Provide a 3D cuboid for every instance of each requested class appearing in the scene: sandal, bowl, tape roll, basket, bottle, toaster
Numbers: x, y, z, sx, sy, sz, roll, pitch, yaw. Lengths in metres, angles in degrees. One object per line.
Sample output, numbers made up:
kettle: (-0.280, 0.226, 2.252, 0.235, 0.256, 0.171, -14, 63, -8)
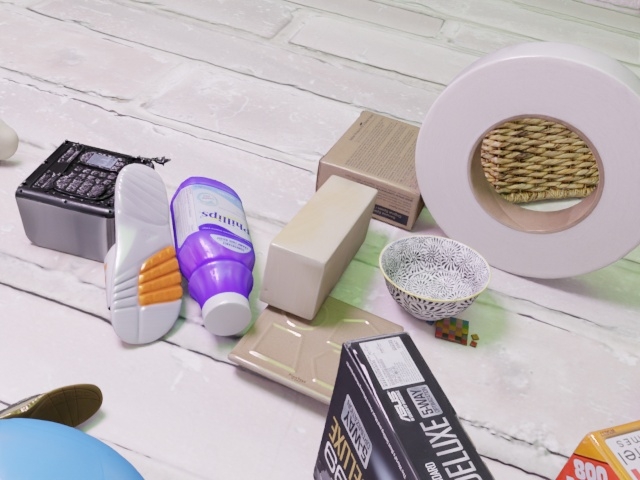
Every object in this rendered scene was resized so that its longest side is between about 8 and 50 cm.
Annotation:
sandal: (-0.261, 0.022, 1.023, 0.102, 0.076, 0.265, 7, 68, -32)
bowl: (0.170, 0.069, 1.085, 0.170, 0.080, 0.170, 3, 34, -2)
tape roll: (0.344, -0.115, 1.117, 0.392, 0.392, 0.072, 23, 40, 15)
basket: (0.414, -0.197, 1.472, 0.299, 0.223, 0.213, -8, 9, -21)
bottle: (-0.158, 0.018, 1.059, 0.118, 0.092, 0.282, 21, 31, -30)
toaster: (-0.354, -0.066, 1.116, 0.186, 0.110, 0.168, 13, 39, 4)

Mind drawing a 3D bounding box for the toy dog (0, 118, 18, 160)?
toy dog: (-0.691, -0.142, 1.004, 0.396, 0.284, 0.407, 8, 40, -2)

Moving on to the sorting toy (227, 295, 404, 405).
sorting toy: (-0.002, 0.148, 0.995, 0.193, 0.038, 0.208, 22, 35, 14)

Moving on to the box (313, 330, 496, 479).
box: (0.092, 0.280, 0.682, 0.077, 0.242, 0.307, -7, 42, -21)

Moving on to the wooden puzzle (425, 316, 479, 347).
wooden puzzle: (0.201, 0.135, 1.076, 0.083, 0.006, 0.049, 14, 38, 4)

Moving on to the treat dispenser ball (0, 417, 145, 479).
treat dispenser ball: (-0.256, 0.288, 0.554, 0.288, 0.288, 0.288, 6, 38, -5)

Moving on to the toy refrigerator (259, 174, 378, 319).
toy refrigerator: (0.000, 0.000, 1.094, 0.094, 0.102, 0.269, 20, 32, 12)

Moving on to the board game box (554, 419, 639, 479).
board game box: (0.387, 0.362, 0.555, 0.356, 0.356, 0.356, -7, 41, -21)

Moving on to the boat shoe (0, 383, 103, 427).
boat shoe: (-0.335, 0.204, 0.830, 0.152, 0.056, 0.049, -16, 12, -36)

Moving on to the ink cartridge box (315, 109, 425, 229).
ink cartridge box: (0.124, -0.140, 1.336, 0.193, 0.088, 0.234, 20, 40, 14)
